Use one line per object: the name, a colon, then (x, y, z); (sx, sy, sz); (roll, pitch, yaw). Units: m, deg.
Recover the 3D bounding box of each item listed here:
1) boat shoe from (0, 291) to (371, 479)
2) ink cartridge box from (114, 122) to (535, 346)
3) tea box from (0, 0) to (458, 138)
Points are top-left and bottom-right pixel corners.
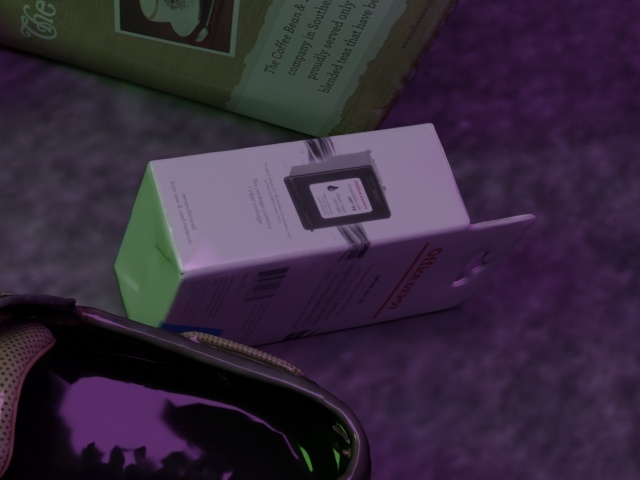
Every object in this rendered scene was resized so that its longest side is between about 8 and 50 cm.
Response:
boat shoe: (-0.144, 0.067, 0.598); (0.355, 0.130, 0.132); (8, 61, -14)
ink cartridge box: (0.000, 0.000, 0.697); (0.180, 0.104, 0.060); (-9, 65, -23)
tea box: (-0.006, -0.278, 0.711); (0.220, 0.329, 0.324); (17, 60, -10)
